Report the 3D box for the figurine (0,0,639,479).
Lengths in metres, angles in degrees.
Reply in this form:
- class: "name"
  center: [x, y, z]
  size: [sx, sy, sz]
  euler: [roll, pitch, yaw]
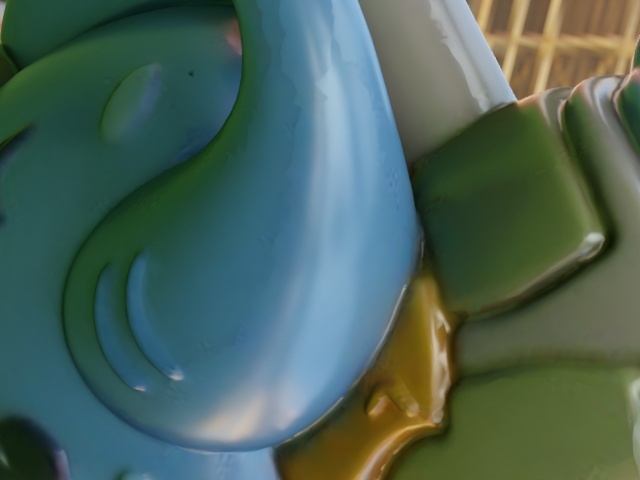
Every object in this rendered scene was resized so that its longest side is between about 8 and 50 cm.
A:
- class: "figurine"
  center: [0.002, 0.001, 0.412]
  size: [0.262, 0.180, 0.154]
  euler: [-23, -164, 29]
